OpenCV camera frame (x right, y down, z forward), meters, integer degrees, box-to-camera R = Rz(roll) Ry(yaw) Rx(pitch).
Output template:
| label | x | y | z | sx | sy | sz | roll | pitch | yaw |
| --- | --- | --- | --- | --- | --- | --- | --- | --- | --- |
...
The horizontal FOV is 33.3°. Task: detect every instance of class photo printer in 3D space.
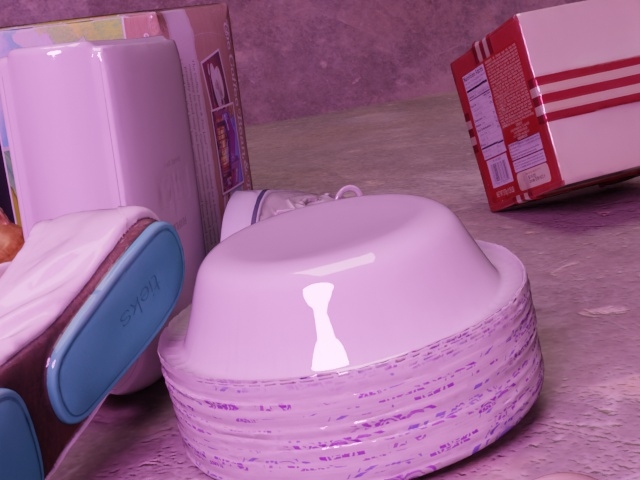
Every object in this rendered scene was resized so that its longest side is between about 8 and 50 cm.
| label | x | y | z | sx | sy | sz | roll | pitch | yaw |
| --- | --- | --- | --- | --- | --- | --- | --- | --- | --- |
| photo printer | -0.179 | -0.024 | 0.955 | 0.107 | 0.308 | 0.256 | -5 | 10 | 8 |

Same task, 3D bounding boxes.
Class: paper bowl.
| label | x | y | z | sx | sy | sz | roll | pitch | yaw |
| --- | --- | --- | --- | --- | --- | --- | --- | --- | --- |
| paper bowl | 0.017 | 0.058 | 0.810 | 0.284 | 0.148 | 0.284 | -13 | 15 | 4 |

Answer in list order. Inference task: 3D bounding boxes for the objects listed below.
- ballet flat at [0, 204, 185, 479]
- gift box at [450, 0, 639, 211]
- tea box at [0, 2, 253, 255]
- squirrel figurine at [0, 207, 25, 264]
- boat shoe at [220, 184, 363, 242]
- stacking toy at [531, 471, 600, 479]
| label | x | y | z | sx | sy | sz | roll | pitch | yaw |
| --- | --- | --- | --- | --- | --- | --- | --- | --- | --- |
| ballet flat | -0.220 | 0.106 | 0.679 | 0.139 | 0.139 | 0.400 | -2 | 32 | 23 |
| gift box | 0.351 | -0.164 | 1.408 | 0.258 | 0.276 | 0.255 | -15 | 2 | -16 |
| tea box | -0.265 | -0.092 | 1.242 | 0.323 | 0.329 | 0.220 | -4 | 13 | 17 |
| squirrel figurine | -0.437 | 0.076 | 0.927 | 0.370 | 0.281 | 0.397 | 16 | 39 | 36 |
| boat shoe | 0.001 | 0.009 | 1.150 | 0.156 | 0.136 | 0.367 | -2 | 4 | 10 |
| stacking toy | 0.192 | 0.178 | 0.312 | 0.330 | 0.141 | 0.141 | 10 | 22 | 42 |
